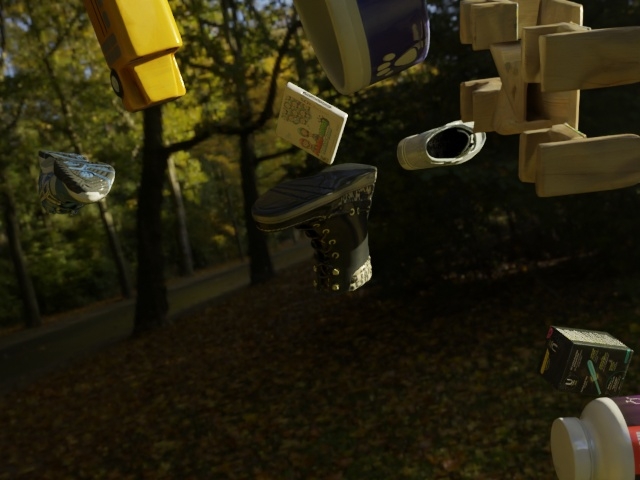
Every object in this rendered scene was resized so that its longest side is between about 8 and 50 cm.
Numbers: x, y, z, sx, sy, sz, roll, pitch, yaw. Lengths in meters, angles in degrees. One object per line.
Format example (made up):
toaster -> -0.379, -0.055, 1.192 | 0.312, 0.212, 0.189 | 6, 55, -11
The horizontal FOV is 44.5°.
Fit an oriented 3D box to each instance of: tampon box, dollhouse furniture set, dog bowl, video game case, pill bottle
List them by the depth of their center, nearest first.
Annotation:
dog bowl -> 0.026, -0.310, 0.903 | 0.104, 0.265, 0.265 | -22, 2, -3
dollhouse furniture set -> 0.361, -0.307, 1.067 | 0.256, 0.395, 0.362 | -7, 24, -3
pill bottle -> 0.578, 0.358, 1.354 | 0.322, 0.182, 0.181 | -5, 2, -2
video game case -> -0.022, -0.246, 1.663 | 0.019, 0.143, 0.157 | -55, -9, -33
tampon box -> 0.592, 0.272, 1.760 | 0.160, 0.121, 0.101 | 9, 14, -18

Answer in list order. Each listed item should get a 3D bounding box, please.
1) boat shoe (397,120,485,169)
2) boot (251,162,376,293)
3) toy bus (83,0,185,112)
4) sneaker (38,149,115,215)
boat shoe -> 0.239, -0.172, 1.413 | 0.227, 0.079, 0.081 | -19, 10, -39
boot -> 0.002, 0.000, 1.093 | 0.085, 0.179, 0.236 | 14, 26, 35
toy bus -> -0.319, -0.388, 1.283 | 0.108, 0.333, 0.130 | -23, 8, -27
sneaker -> -0.334, -0.070, 1.062 | 0.080, 0.081, 0.211 | 4, 10, -30
